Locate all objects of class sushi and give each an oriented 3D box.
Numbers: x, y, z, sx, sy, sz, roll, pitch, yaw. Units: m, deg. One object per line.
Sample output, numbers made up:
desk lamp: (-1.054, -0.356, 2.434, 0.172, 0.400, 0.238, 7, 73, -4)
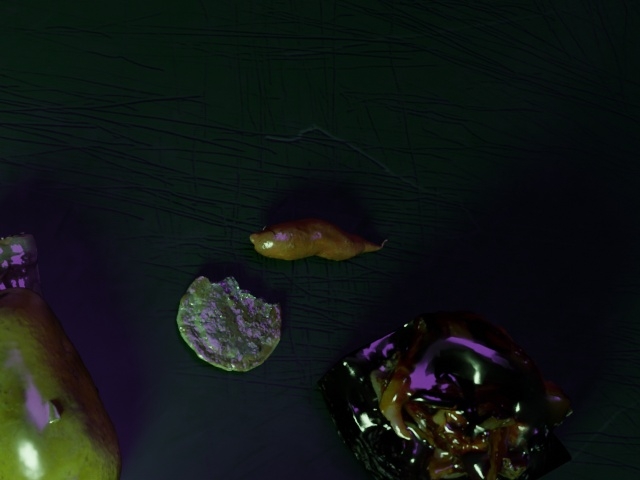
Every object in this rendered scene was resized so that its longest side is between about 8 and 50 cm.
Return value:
sushi: (0.165, 0.197, 1.753, 0.215, 0.212, 0.227, -22, 76, -28)

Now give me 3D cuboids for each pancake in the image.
pancake: (-0.110, 0.101, 1.791, 0.129, 0.022, 0.116, 30, 62, -8)

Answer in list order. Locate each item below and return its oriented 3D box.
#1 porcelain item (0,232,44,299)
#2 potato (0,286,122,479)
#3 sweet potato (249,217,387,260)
porcelain item: (-0.330, 0.103, 1.681, 0.081, 0.069, 0.216, -17, 80, -33)
potato: (-0.314, 0.185, 1.586, 0.160, 0.111, 0.272, -26, 89, -10)
sweet potato: (0.000, 0.000, 1.868, 0.195, 0.056, 0.056, 4, 66, -27)
